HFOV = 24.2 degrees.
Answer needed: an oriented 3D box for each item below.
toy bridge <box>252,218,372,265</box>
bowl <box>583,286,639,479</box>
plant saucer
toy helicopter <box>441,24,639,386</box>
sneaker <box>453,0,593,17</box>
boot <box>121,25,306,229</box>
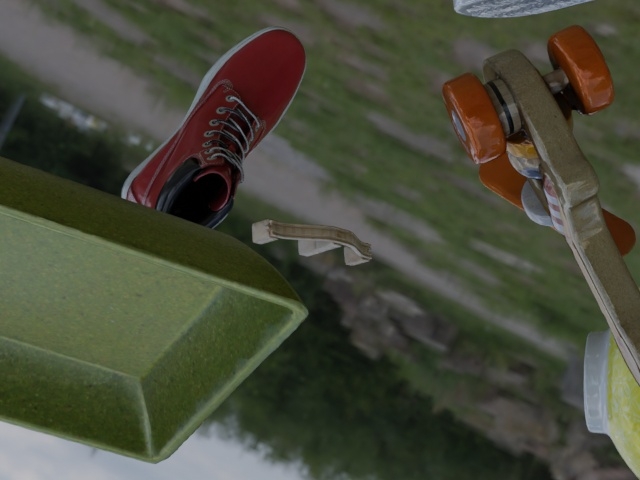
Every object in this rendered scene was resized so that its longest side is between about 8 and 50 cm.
[{"bbox_3d":[0.000,0.000,1.812,0.063,0.026,0.188,-16,160,39],"label":"toy bridge"},{"bbox_3d":[0.379,0.159,1.664,0.156,0.289,0.289,-1,164,18],"label":"bowl"},{"bbox_3d":[-0.125,0.028,0.693,0.188,0.045,0.188,19,144,-19],"label":"plant saucer"},{"bbox_3d":[0.241,-0.015,1.416,0.235,0.140,0.355,79,166,-80],"label":"toy helicopter"},{"bbox_3d":[0.201,-0.243,0.895,0.292,0.169,0.108,-6,174,37],"label":"sneaker"},{"bbox_3d":[-0.079,-0.101,1.409,0.088,0.244,0.176,41,171,-19],"label":"boot"}]
